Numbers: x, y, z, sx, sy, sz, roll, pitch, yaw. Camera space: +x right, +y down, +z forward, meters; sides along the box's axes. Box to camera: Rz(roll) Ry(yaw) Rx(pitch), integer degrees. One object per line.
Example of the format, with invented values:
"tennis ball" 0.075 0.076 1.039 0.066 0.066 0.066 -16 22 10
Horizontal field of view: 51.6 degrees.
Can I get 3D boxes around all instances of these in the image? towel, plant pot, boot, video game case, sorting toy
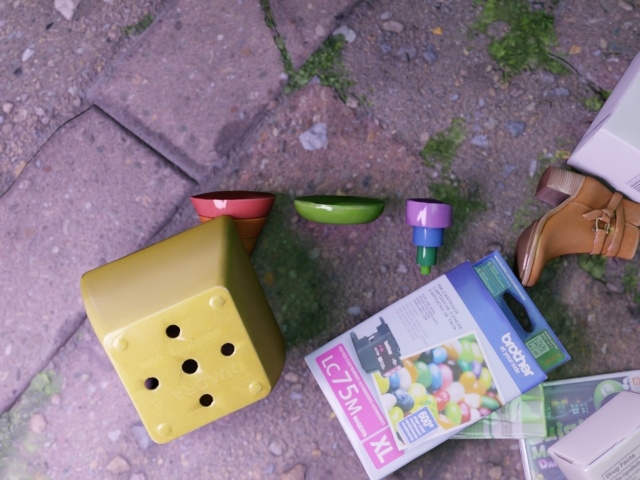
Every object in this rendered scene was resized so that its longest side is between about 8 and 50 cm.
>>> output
"towel" 0.226 0.212 0.898 0.151 0.023 0.113 -1 76 10
"plant pot" -0.160 0.116 0.804 0.212 0.187 0.212 -23 105 -7
"boot" 0.370 0.000 0.944 0.152 0.073 0.197 23 79 0
"video game case" 0.366 0.274 0.900 0.190 0.022 0.173 -7 76 -3
"sorting toy" 0.000 0.000 0.932 0.365 0.127 0.126 3 99 2

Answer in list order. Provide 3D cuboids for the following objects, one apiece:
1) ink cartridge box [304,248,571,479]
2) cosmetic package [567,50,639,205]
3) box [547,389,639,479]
"ink cartridge box" 0.156 0.158 0.882 0.311 0.065 0.186 -30 74 -3
"cosmetic package" 0.524 -0.157 0.948 0.224 0.138 0.225 35 78 7
"box" 0.442 0.354 0.811 0.148 0.121 0.311 -33 86 -6
